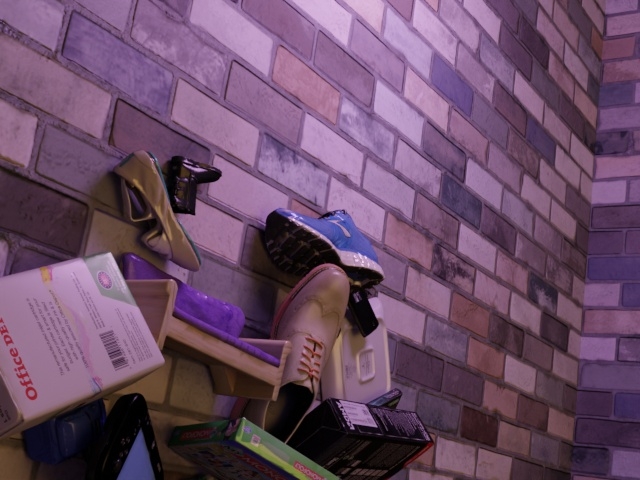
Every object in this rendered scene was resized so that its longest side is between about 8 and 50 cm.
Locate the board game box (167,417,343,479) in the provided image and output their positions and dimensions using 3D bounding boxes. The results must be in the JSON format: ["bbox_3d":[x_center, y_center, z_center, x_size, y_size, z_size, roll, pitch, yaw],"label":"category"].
[{"bbox_3d":[-0.091,0.417,1.753,0.317,0.213,0.046,38,57,-27],"label":"board game box"}]

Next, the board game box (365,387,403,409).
[{"bbox_3d":[0.116,0.418,2.254,0.186,0.026,0.126,-13,130,-56],"label":"board game box"}]

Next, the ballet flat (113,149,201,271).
[{"bbox_3d":[-0.288,-0.037,1.693,0.086,0.086,0.248,-48,126,-46],"label":"ballet flat"}]

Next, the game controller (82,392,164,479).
[{"bbox_3d":[-0.304,0.379,1.552,0.319,0.067,0.166,90,24,-48],"label":"game controller"}]

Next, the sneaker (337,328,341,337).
[{"bbox_3d":[0.003,0.165,2.064,0.217,0.121,0.079,-53,131,-43],"label":"sneaker"}]

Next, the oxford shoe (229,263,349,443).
[{"bbox_3d":[-0.030,0.235,1.883,0.140,0.146,0.397,27,83,-27],"label":"oxford shoe"}]

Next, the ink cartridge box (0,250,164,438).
[{"bbox_3d":[-0.393,0.149,1.421,0.278,0.117,0.201,-18,78,-55],"label":"ink cartridge box"}]

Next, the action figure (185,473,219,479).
[{"bbox_3d":[-0.182,0.503,1.833,0.232,0.063,0.137,46,55,-40],"label":"action figure"}]

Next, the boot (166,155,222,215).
[{"bbox_3d":[-0.234,-0.095,1.791,0.121,0.045,0.099,17,72,-47],"label":"boot"}]

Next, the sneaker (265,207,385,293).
[{"bbox_3d":[0.000,0.000,2.090,0.330,0.130,0.147,28,40,-44],"label":"sneaker"}]

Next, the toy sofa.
[{"bbox_3d":[-0.210,0.154,1.721,0.362,0.150,0.177,35,61,-50],"label":"toy sofa"}]

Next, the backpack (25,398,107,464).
[{"bbox_3d":[-0.382,0.286,1.507,0.120,0.101,0.098,-20,112,-58],"label":"backpack"}]

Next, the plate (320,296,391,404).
[{"bbox_3d":[0.090,0.287,2.257,0.278,0.045,0.277,-10,98,-56],"label":"plate"}]

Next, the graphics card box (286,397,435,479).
[{"bbox_3d":[0.052,0.440,2.029,0.371,0.233,0.094,20,35,-54],"label":"graphics card box"}]

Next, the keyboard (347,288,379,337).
[{"bbox_3d":[0.073,0.125,2.230,0.100,0.038,0.192,-26,92,-52],"label":"keyboard"}]
